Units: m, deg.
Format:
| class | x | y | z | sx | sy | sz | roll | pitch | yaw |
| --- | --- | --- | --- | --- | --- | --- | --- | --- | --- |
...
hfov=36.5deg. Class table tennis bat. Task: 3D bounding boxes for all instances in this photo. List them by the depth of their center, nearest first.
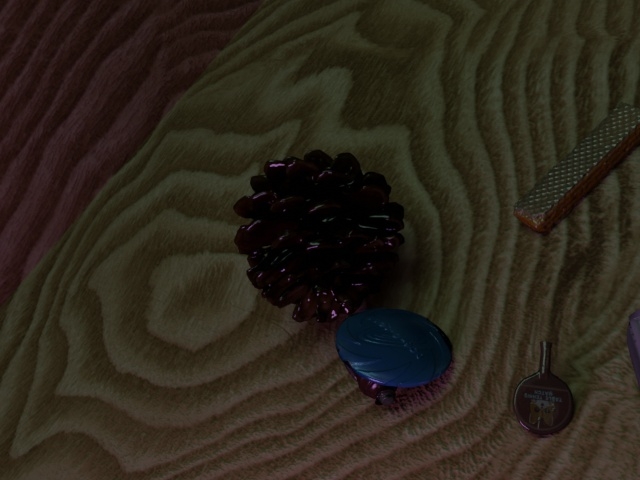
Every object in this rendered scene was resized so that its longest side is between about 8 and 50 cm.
| class | x | y | z | sx | sy | sz | roll | pitch | yaw |
| --- | --- | --- | --- | --- | --- | --- | --- | --- | --- |
| table tennis bat | 0.415 | 0.283 | 1.814 | 0.108 | 0.119 | 0.169 | 4 | 74 | 11 |

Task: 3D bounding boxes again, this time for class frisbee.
| class | x | y | z | sx | sy | sz | roll | pitch | yaw |
| --- | --- | --- | --- | --- | --- | --- | --- | --- | --- |
| frisbee | 0.151 | 0.205 | 1.980 | 0.242 | 0.045 | 0.242 | 5 | 35 | -3 |

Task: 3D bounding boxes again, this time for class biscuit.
| class | x | y | z | sx | sy | sz | roll | pitch | yaw |
| --- | --- | --- | --- | --- | --- | --- | --- | --- | --- |
| biscuit | 0.578 | -0.164 | 2.106 | 0.379 | 0.054 | 0.094 | -43 | 37 | -6 |

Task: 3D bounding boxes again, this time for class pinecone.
| class | x | y | z | sx | sy | sz | roll | pitch | yaw |
| --- | --- | --- | --- | --- | --- | --- | --- | --- | --- |
| pinecone | 0.000 | 0.000 | 2.143 | 0.398 | 0.397 | 0.397 | -23 | 39 | 20 |

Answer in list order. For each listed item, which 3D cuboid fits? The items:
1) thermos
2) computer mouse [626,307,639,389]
| class | x | y | z | sx | sy | sz | roll | pitch | yaw |
| --- | --- | --- | --- | --- | --- | --- | --- | --- | --- |
| thermos | 0.114 | 0.254 | 2.021 | 0.124 | 0.099 | 0.232 | -24 | 37 | 1 |
| computer mouse | 0.616 | 0.228 | 1.647 | 0.158 | 0.072 | 0.310 | -24 | 39 | 21 |
